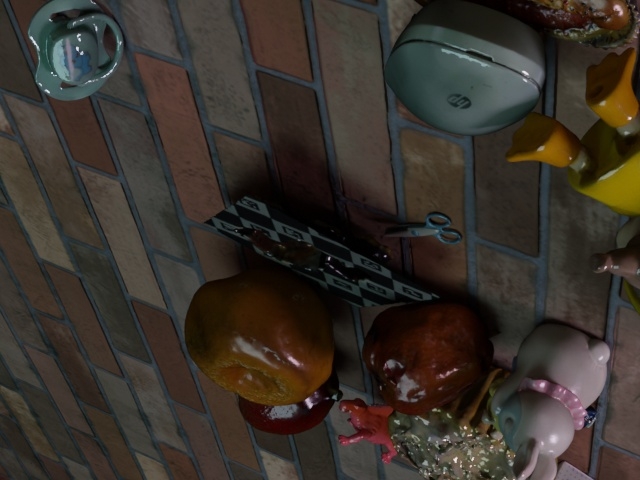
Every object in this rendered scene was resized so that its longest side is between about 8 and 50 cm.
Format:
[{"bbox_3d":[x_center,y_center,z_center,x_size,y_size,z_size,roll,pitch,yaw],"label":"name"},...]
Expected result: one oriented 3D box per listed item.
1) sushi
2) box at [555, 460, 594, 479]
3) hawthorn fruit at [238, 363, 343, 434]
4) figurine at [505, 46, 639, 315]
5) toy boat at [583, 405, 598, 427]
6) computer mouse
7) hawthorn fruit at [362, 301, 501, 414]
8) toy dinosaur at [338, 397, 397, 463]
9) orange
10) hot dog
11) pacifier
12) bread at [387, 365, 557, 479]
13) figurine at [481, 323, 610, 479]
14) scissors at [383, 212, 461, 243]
[{"bbox_3d":[0.000,0.000,1.951,0.294,0.059,0.292,29,166,-14],"label":"sushi"},{"bbox_3d":[0.316,0.532,2.219,0.095,0.330,0.210,32,152,0],"label":"box"},{"bbox_3d":[-0.044,0.242,2.299,0.188,0.169,0.169,13,147,24],"label":"hawthorn fruit"},{"bbox_3d":[0.359,-0.028,1.419,0.343,0.187,0.215,39,141,-19],"label":"figurine"},{"bbox_3d":[0.382,0.260,2.035,0.038,0.038,0.083,34,153,-4],"label":"toy boat"},{"bbox_3d":[0.144,-0.158,1.450,0.159,0.097,0.288,18,167,-1],"label":"computer mouse"},{"bbox_3d":[0.147,0.156,1.956,0.179,0.173,0.173,-34,117,21],"label":"hawthorn fruit"},{"bbox_3d":[0.143,0.313,2.338,0.139,0.070,0.286,-37,133,25],"label":"toy dinosaur"},{"bbox_3d":[-0.090,0.130,2.136,0.249,0.183,0.249,17,151,10],"label":"orange"},{"bbox_3d":[0.192,-0.250,1.354,0.252,0.069,0.131,18,157,22],"label":"hot dog"},{"bbox_3d":[-0.330,-0.265,1.851,0.116,0.126,0.150,-125,21,-52],"label":"pacifier"},{"bbox_3d":[0.237,0.293,2.101,0.274,0.149,0.274,22,152,12],"label":"bread"},{"bbox_3d":[0.285,0.232,1.867,0.155,0.235,0.127,3,141,43],"label":"figurine"},{"bbox_3d":[0.132,-0.013,1.860,0.119,0.014,0.058,-4,135,43],"label":"scissors"}]
